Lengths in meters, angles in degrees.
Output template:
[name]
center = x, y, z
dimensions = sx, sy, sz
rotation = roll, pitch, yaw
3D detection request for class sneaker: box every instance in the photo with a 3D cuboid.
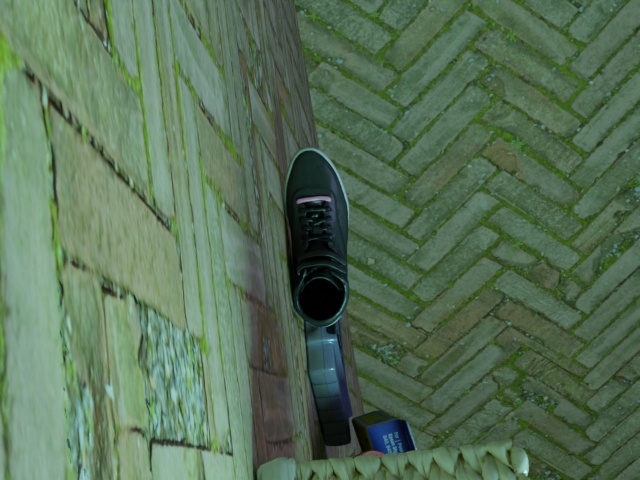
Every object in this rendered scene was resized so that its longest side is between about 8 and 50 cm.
[sneaker]
center = 0.000, 0.000, 1.907
dimensions = 0.147, 0.105, 0.295
rotation = -116, -158, -84

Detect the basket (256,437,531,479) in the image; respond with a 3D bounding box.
[basket]
center = 0.095, 0.413, 1.202
dimensions = 0.331, 0.267, 0.328
rotation = 81, 2, -53

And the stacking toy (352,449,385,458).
[stacking toy]
center = 0.030, 0.468, 1.746
dimensions = 0.279, 0.130, 0.308
rotation = 8, 69, -59

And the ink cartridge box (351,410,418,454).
[ink cartridge box]
center = 0.138, 0.433, 1.968
dimensions = 0.307, 0.072, 0.303
rotation = 112, -40, -85

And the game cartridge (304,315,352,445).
[game cartridge]
center = 0.010, 0.156, 2.160
dimensions = 0.230, 0.068, 0.355
rotation = 85, 0, -46
